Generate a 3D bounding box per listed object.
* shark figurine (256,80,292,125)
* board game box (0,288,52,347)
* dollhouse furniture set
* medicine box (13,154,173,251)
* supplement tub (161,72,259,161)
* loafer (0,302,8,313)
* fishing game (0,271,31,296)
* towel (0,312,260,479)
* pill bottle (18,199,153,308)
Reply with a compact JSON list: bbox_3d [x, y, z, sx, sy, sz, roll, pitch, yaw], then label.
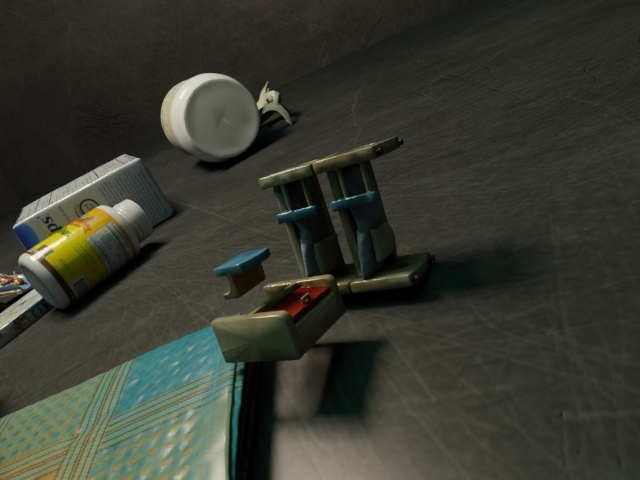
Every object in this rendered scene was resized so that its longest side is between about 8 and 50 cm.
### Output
[{"bbox_3d":[-0.135,-0.413,1.536,0.278,0.116,0.166,10,76,66],"label":"shark figurine"},{"bbox_3d":[-0.548,0.133,0.907,0.103,0.026,0.154,-7,30,39],"label":"board game box"},{"bbox_3d":[0.000,0.000,0.426,0.128,0.130,0.183,-11,13,32],"label":"dollhouse furniture set"},{"bbox_3d":[-0.524,-0.066,1.144,0.289,0.149,0.263,-35,24,-17],"label":"medicine box"},{"bbox_3d":[-0.313,-0.344,1.392,0.235,0.236,0.325,-33,24,-14],"label":"supplement tub"},{"bbox_3d":[-0.667,0.167,0.923,0.061,0.062,0.170,-10,29,24],"label":"loafer"},{"bbox_3d":[-0.662,0.085,0.998,0.189,0.041,0.264,-8,7,-23],"label":"fishing game"},{"bbox_3d":[-0.217,0.204,0.400,0.370,0.040,0.271,-25,23,7],"label":"towel"},{"bbox_3d":[-0.416,0.016,0.897,0.117,0.117,0.215,-1,34,45],"label":"pill bottle"}]
